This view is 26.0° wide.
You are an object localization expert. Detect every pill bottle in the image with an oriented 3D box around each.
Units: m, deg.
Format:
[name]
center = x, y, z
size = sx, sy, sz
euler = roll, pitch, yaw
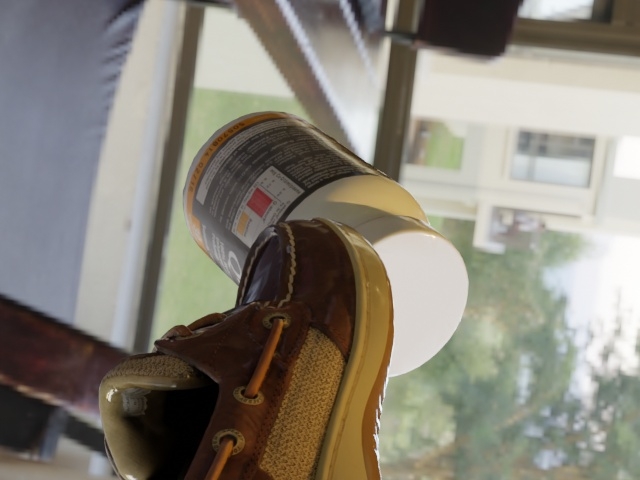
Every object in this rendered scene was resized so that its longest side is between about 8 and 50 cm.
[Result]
[pill bottle]
center = 0.000, 0.000, 1.209
size = 0.278, 0.162, 0.162
euler = 40, -46, 54

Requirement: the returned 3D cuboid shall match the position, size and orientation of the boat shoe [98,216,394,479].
[boat shoe]
center = -0.044, 0.081, 0.664
size = 0.342, 0.123, 0.123
euler = -85, -160, -56
